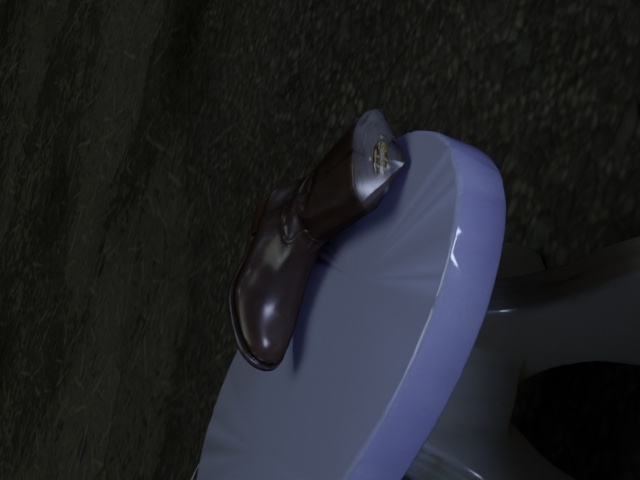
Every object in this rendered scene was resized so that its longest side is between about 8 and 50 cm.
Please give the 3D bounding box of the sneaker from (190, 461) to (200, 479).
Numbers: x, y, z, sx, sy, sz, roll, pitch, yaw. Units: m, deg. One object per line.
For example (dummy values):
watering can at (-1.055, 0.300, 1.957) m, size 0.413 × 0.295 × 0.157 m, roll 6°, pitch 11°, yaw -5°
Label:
sneaker at (-0.077, 0.357, 1.105) m, size 0.257 × 0.169 × 0.447 m, roll 126°, pitch 160°, yaw -57°

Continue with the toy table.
toy table at (0.065, 0.078, 0.909) m, size 0.274 × 0.161 × 0.252 m, roll -50°, pitch 31°, yaw 43°

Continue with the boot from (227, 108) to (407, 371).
boot at (0.000, 0.000, 0.869) m, size 0.114 × 0.037 × 0.106 m, roll -32°, pitch 47°, yaw 50°
